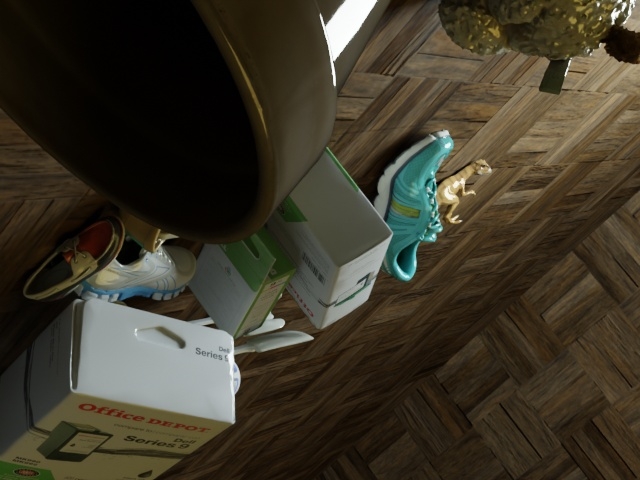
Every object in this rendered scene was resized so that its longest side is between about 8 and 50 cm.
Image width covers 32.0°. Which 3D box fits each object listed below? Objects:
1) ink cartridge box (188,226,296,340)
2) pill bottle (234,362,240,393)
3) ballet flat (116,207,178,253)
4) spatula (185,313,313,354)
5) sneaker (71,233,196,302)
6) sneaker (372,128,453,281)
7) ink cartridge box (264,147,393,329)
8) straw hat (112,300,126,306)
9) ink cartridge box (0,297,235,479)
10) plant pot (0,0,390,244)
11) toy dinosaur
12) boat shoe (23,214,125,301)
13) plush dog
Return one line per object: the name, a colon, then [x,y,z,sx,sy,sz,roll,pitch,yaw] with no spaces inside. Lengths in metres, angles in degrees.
ink cartridge box: [-0.099,0.032,1.458,0.062,0.109,0.209,-24,158,-35]
pill bottle: [-0.197,0.231,1.827,0.078,0.078,0.137,-43,161,19]
ballet flat: [-0.115,-0.059,1.253,0.232,0.073,0.080,-32,162,-15]
spatula: [-0.153,0.137,1.541,0.242,0.168,0.019,-11,112,-27]
sneaker: [-0.204,0.023,1.308,0.190,0.071,0.083,-10,143,-56]
sneaker: [0.147,-0.052,1.690,0.107,0.110,0.275,-23,147,-37]
ink cartridge box: [0.000,0.000,1.481,0.092,0.160,0.219,-31,162,-19]
straw hat: [-0.297,0.142,1.440,0.144,0.061,0.144,-33,163,-12]
ink cartridge box: [-0.262,0.200,1.349,0.211,0.122,0.289,16,143,-30]
plant pot: [-0.065,-0.205,0.668,0.280,0.323,0.323,-46,168,-25]
toy dinosaur: [0.198,-0.070,1.874,0.211,0.064,0.112,-38,147,-29]
boat shoe: [-0.268,0.021,1.216,0.137,0.049,0.043,-39,161,21]
plush dog: [0.252,-0.305,1.189,0.262,0.211,0.225,-37,139,2]
